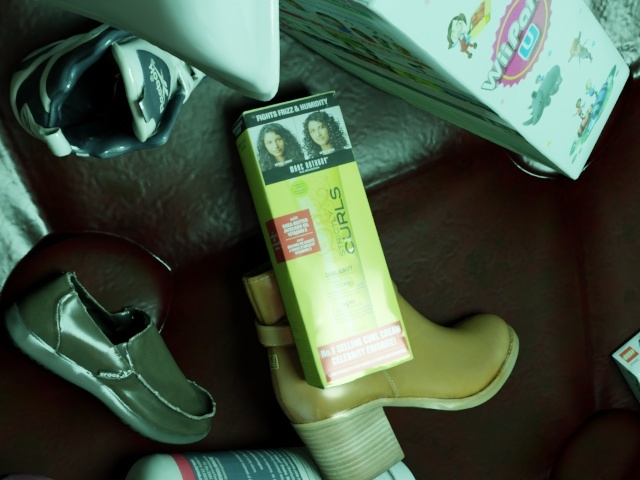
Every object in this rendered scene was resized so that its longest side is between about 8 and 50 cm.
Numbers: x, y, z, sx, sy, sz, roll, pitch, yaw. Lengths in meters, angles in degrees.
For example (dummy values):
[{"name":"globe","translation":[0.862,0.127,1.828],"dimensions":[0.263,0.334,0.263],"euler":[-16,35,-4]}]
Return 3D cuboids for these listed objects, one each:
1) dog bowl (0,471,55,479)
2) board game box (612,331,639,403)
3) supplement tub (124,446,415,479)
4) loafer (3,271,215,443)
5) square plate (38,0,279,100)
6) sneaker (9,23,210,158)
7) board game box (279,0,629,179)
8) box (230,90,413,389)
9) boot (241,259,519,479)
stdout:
[{"name":"dog bowl","translation":[-0.228,0.372,0.689],"dimensions":[0.150,0.407,0.408],"euler":[-33,131,-46]},{"name":"board game box","translation":[0.510,0.185,1.086],"dimensions":[0.193,0.053,0.305],"euler":[-39,123,0]},{"name":"supplement tub","translation":[-0.050,0.299,0.826],"dimensions":[0.272,0.191,0.191],"euler":[4,113,-24]},{"name":"loafer","translation":[-0.166,0.105,0.744],"dimensions":[0.078,0.080,0.220],"euler":[-47,123,5]},{"name":"square plate","translation":[-0.135,-0.270,0.412],"dimensions":[0.049,0.344,0.348],"euler":[-19,122,-32]},{"name":"sneaker","translation":[-0.108,-0.130,0.607],"dimensions":[0.234,0.153,0.094],"euler":[-25,123,-10]},{"name":"board game box","translation":[0.047,-0.159,0.550],"dimensions":[0.303,0.224,0.098],"euler":[17,101,-55]},{"name":"box","translation":[0.000,0.000,0.711],"dimensions":[0.087,0.058,0.233],"euler":[-15,90,-16]},{"name":"boot","translation":[0.063,0.075,0.825],"dimensions":[0.283,0.109,0.220],"euler":[-28,98,-29]}]
